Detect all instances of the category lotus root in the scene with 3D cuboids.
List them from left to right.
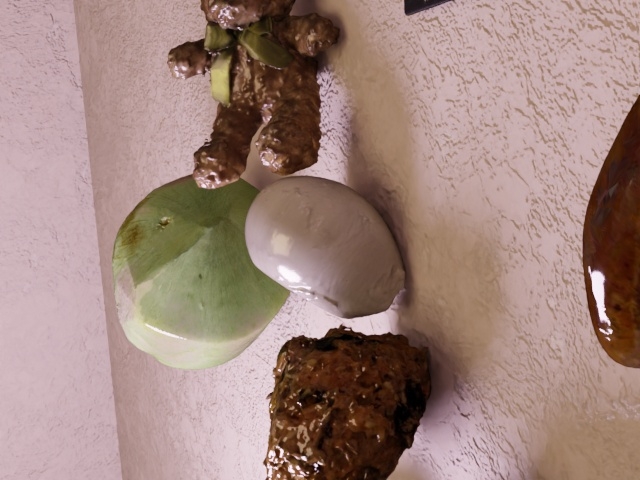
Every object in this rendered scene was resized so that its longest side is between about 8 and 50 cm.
[{"bbox_3d":[0.278,-0.043,0.674,0.193,0.193,0.291,-125,30,-44],"label":"lotus root"}]

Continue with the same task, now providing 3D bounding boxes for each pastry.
[{"bbox_3d":[0.013,0.214,1.245,0.193,0.275,0.275,32,146,2],"label":"pastry"}]

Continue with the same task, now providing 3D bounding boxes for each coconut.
[{"bbox_3d":[-0.187,0.042,1.619,0.328,0.281,0.328,-156,90,-85],"label":"coconut"}]

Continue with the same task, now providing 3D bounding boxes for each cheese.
[{"bbox_3d":[0.000,0.000,1.308,0.198,0.189,0.154,31,96,58],"label":"cheese"}]

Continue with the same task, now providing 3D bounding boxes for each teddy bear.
[{"bbox_3d":[-0.092,-0.242,1.358,0.296,0.246,0.222,-76,-32,-42],"label":"teddy bear"}]

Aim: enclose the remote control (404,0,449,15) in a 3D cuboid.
[{"bbox_3d":[0.146,-0.276,1.034,0.245,0.025,0.063,-174,76,-66],"label":"remote control"}]
